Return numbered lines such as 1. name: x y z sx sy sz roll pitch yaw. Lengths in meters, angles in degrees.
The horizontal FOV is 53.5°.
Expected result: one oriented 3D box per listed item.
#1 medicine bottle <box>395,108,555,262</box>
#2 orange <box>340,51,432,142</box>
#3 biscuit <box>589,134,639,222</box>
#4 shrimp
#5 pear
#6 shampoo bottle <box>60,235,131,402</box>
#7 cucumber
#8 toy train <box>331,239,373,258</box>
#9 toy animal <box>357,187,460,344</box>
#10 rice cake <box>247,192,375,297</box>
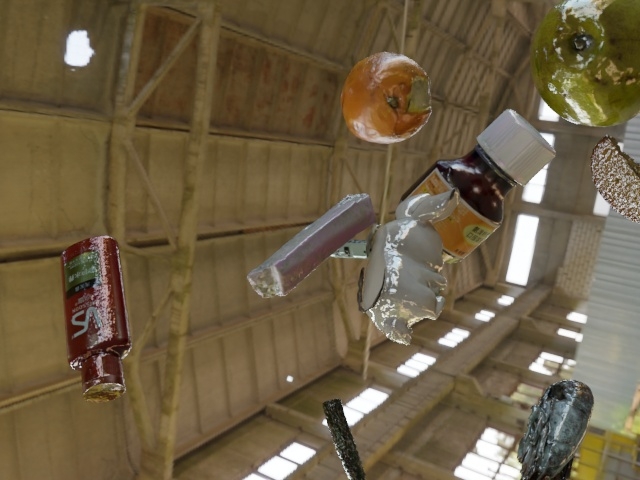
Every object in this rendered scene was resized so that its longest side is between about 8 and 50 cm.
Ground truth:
1. medicine bottle: 0.391 -0.143 1.613 0.395 0.242 0.242 -50 -17 26
2. orange: 0.172 -0.370 1.657 0.240 0.240 0.240 -35 -49 -52
3. biscuit: 0.623 -0.116 1.305 0.025 0.206 0.126 -30 -8 -19
4. shrimp: 0.308 0.281 0.869 0.090 0.079 0.233 50 -120 -15
5. pear: 0.510 -0.337 1.167 0.307 0.252 0.253 1 -79 -55
6. shampoo bottle: -0.408 0.136 1.153 0.076 0.118 0.314 71 179 -55
7. cucumber: 0.078 0.618 1.893 0.067 0.067 0.294 16 -129 -63
8. toy train: 0.046 0.020 1.636 0.047 0.207 0.043 -25 -70 -44
9. toy animal: 0.178 0.040 1.281 0.154 0.208 0.325 20 -97 -19
10. rice cake: 0.000 0.000 1.182 0.365 0.056 0.073 -37 -65 -47
